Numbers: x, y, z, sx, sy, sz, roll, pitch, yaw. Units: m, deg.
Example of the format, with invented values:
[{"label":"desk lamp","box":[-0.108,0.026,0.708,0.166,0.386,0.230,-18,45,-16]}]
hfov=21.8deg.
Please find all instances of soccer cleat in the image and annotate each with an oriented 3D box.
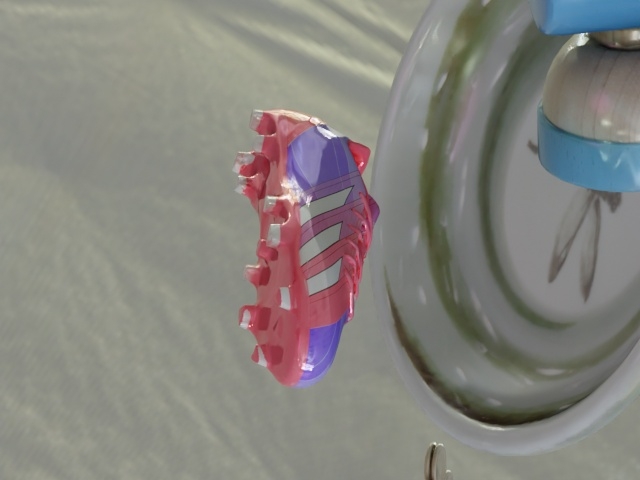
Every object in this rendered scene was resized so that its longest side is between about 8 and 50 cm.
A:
[{"label":"soccer cleat","box":[0.000,0.000,1.038,0.095,0.083,0.248,12,-146,-16]}]

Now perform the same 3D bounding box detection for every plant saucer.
[{"label":"plant saucer","box":[0.177,-0.044,1.186,0.100,0.400,0.400,9,-132,-30]}]

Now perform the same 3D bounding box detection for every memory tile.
[{"label":"memory tile","box":[0.090,0.234,1.272,0.012,0.148,0.113,1,-131,18]}]

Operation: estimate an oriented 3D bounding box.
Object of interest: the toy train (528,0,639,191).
[{"label":"toy train","box":[0.170,-0.094,0.438,0.248,0.143,0.105,-6,-151,-1]}]
